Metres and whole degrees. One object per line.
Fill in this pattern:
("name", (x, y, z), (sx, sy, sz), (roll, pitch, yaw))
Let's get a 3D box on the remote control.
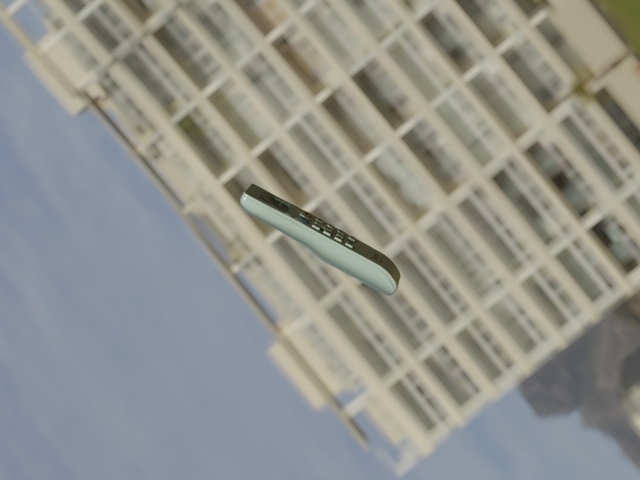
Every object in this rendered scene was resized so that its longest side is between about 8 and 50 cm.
("remote control", (0.000, 0.000, 1.640), (0.162, 0.029, 0.061), (29, -170, 1))
